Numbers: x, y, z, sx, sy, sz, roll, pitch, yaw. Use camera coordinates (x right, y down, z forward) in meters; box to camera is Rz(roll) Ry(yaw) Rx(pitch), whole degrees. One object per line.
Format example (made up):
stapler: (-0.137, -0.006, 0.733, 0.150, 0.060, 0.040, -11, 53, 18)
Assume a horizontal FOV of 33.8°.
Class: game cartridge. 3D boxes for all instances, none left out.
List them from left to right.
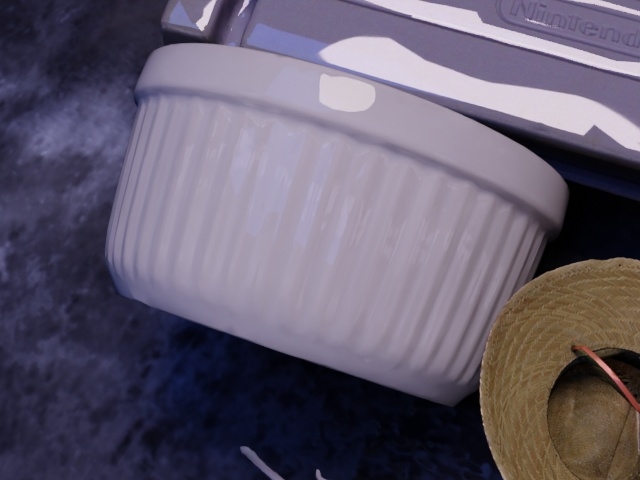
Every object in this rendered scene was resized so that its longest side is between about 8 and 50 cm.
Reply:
game cartridge: (0.133, -0.136, 0.479, 0.355, 0.068, 0.230, 18, 71, 10)

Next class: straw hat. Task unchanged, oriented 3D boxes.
straw hat: (0.121, 0.081, 0.456, 0.144, 0.061, 0.144, 8, 66, -17)

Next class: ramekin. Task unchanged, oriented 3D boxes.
ramekin: (0.000, 0.000, 0.487, 0.207, 0.207, 0.109, 15, 83, 31)

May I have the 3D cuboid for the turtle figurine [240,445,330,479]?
turtle figurine: (-0.027, 0.190, 0.443, 0.175, 0.118, 0.234, -33, 25, -2)
